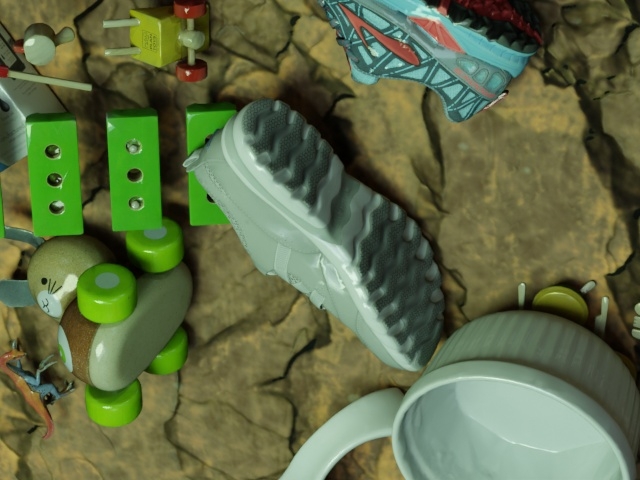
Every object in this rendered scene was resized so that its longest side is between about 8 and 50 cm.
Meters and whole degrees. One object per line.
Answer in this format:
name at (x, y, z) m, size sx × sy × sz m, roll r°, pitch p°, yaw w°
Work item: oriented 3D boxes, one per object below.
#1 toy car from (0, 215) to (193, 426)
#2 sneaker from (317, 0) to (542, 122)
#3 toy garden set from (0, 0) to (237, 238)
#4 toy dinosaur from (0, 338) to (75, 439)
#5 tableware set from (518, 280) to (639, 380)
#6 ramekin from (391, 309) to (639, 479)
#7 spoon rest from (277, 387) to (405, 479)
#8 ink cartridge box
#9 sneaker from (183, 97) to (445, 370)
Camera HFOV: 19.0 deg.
toy car at (-0.223, 0.048, 1.711) m, size 0.188 × 0.149 × 0.155 m, roll 21°, pitch 134°, yaw 21°
sneaker at (0.035, -0.179, 1.503) m, size 0.262 × 0.104 × 0.125 m, roll 31°, pitch 126°, yaw 1°
toy garden set at (-0.194, -0.107, 1.615) m, size 0.244 × 0.049 × 0.204 m, roll -3°, pitch 118°, yaw -6°
toy dinosaur at (-0.272, 0.135, 1.809) m, size 0.047 × 0.090 × 0.082 m, roll -13°, pitch 157°, yaw 36°
tableware set at (0.238, 0.084, 1.626) m, size 0.154 × 0.024 × 0.104 m, roll 10°, pitch 124°, yaw 13°
ramekin at (0.175, 0.155, 1.617) m, size 0.207 × 0.109 × 0.207 m, roll 14°, pitch 134°, yaw 15°
spoon rest at (-0.005, 0.250, 1.756) m, size 0.084 × 0.137 × 0.276 m, roll 4°, pitch 127°, yaw -35°
ink cartridge box at (-0.318, -0.144, 1.674) m, size 0.104 × 0.060 × 0.180 m, roll -29°, pitch 105°, yaw 30°
sneaker at (0.000, 0.000, 1.625) m, size 0.115 × 0.105 × 0.281 m, roll -20°, pitch 115°, yaw 46°
